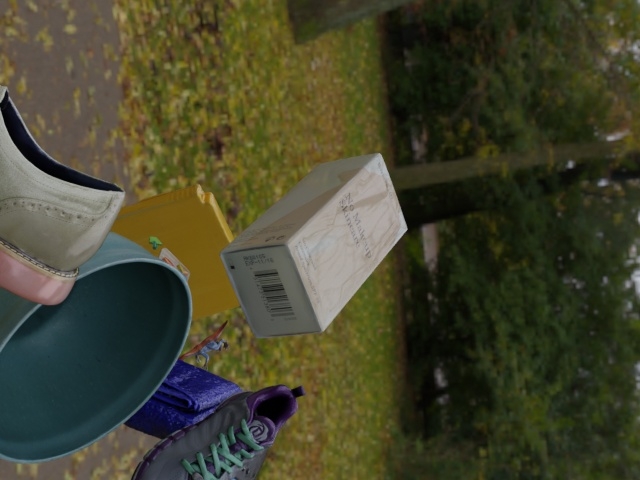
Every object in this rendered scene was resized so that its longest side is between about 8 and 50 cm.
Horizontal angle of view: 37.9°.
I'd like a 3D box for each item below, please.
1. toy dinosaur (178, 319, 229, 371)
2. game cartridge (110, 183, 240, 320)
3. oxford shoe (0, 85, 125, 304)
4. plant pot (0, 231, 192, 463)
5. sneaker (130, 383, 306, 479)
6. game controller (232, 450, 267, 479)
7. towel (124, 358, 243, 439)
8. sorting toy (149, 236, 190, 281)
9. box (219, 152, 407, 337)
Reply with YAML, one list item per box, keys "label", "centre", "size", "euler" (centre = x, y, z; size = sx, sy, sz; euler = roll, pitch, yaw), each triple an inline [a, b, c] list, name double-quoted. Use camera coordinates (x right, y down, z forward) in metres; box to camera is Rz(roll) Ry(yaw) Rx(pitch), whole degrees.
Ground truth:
- label: "toy dinosaur"
  centre: [-0.196, 0.175, 1.525]
  size: [0.082, 0.047, 0.090]
  euler: [4, 84, -37]
- label: "game cartridge"
  centre: [-0.317, 0.048, 1.796]
  size: [0.053, 0.323, 0.285]
  euler: [-98, 169, -53]
- label: "oxford shoe"
  centre: [-0.362, -0.110, 0.852]
  size: [0.397, 0.146, 0.140]
  euler: [38, 8, -18]
- label: "plant pot"
  centre: [-0.331, 0.094, 1.133]
  size: [0.293, 0.196, 0.293]
  euler: [-35, 145, -29]
- label: "sneaker"
  centre: [-0.105, 0.213, 0.957]
  size: [0.083, 0.098, 0.223]
  euler: [54, 41, -5]
- label: "game controller"
  centre: [-0.172, 0.372, 1.190]
  size: [0.319, 0.067, 0.166]
  euler: [-58, 143, -17]
- label: "towel"
  centre: [-0.279, 0.184, 1.339]
  size: [0.227, 0.308, 0.076]
  euler: [-23, 134, -75]
- label: "sorting toy"
  centre: [-0.218, 0.030, 1.332]
  size: [0.083, 0.012, 0.062]
  euler: [47, 13, -14]
- label: "box"
  centre: [0.000, 0.000, 1.371]
  size: [0.311, 0.121, 0.148]
  euler: [-48, 122, -50]
